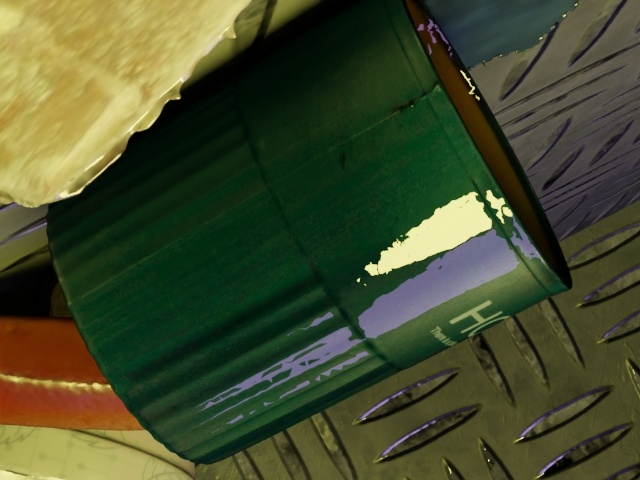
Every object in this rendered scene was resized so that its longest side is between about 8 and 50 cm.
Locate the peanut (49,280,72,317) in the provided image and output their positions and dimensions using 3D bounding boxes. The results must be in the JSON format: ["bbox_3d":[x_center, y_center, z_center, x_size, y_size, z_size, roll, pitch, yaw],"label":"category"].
[{"bbox_3d":[-0.108,0.028,1.378,0.253,0.122,0.137,-20,174,-32],"label":"peanut"}]

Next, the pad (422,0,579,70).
[{"bbox_3d":[0.139,-0.183,1.318,0.269,0.012,0.269,-23,168,-33],"label":"pad"}]

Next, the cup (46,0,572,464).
[{"bbox_3d":[-0.010,-0.014,1.164,0.292,0.242,0.308,-30,-167,11],"label":"cup"}]

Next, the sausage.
[{"bbox_3d":[-0.222,0.100,1.269,0.300,0.083,0.089,6,151,-14],"label":"sausage"}]

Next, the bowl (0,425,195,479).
[{"bbox_3d":[-0.237,0.162,1.438,0.286,0.144,0.287,10,161,4],"label":"bowl"}]

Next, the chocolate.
[{"bbox_3d":[-0.125,-0.110,0.686,0.185,0.100,0.303,-41,172,5],"label":"chocolate"}]
